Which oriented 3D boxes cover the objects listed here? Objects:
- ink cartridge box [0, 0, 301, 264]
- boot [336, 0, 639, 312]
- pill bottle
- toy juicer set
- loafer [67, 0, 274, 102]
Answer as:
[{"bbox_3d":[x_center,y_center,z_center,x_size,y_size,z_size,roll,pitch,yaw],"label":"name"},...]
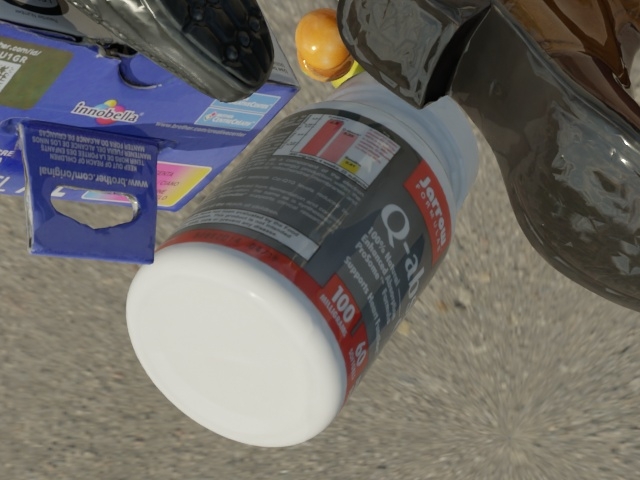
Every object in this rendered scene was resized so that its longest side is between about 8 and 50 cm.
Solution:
[{"bbox_3d":[-0.191,-0.172,0.924,0.151,0.270,0.395,-44,60,29],"label":"ink cartridge box"},{"bbox_3d":[0.179,-0.102,0.834,0.264,0.280,0.096,38,133,17],"label":"boot"},{"bbox_3d":[0.000,0.000,1.331,0.210,0.210,0.363,29,45,10],"label":"pill bottle"},{"bbox_3d":[0.083,-0.285,1.422,0.089,0.209,0.329,46,109,29],"label":"toy juicer set"},{"bbox_3d":[-0.118,-0.157,0.783,0.223,0.078,0.076,43,49,-14],"label":"loafer"}]
